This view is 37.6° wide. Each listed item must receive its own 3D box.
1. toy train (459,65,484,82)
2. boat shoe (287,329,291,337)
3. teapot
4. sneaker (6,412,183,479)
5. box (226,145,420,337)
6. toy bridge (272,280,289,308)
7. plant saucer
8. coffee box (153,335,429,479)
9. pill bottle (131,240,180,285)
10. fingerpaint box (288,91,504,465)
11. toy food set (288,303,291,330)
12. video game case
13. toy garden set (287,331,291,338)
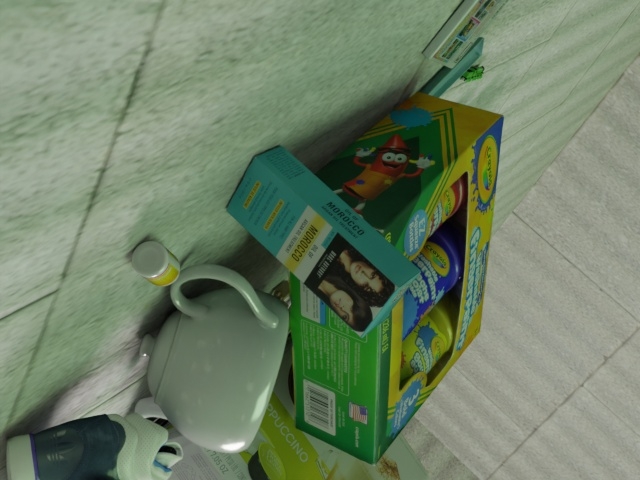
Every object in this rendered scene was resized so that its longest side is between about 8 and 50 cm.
[{"bbox_3d":[0.269,-0.294,1.657,0.083,0.017,0.023,-27,145,-55],"label":"toy train"},{"bbox_3d":[-0.027,0.134,1.863,0.066,0.063,0.184,-15,128,-65],"label":"boat shoe"},{"bbox_3d":[-0.162,0.166,1.332,0.252,0.187,0.256,167,-59,-80],"label":"teapot"},{"bbox_3d":[-0.308,0.348,1.312,0.236,0.130,0.322,-6,144,-20],"label":"sneaker"},{"bbox_3d":[0.000,0.000,1.180,0.060,0.244,0.100,-31,159,-51],"label":"box"},{"bbox_3d":[-0.089,0.137,1.775,0.063,0.026,0.188,-39,165,-24],"label":"toy bridge"},{"bbox_3d":[0.196,-0.257,1.539,0.192,0.018,0.067,-44,166,-6],"label":"plant saucer"},{"bbox_3d":[-0.089,0.396,1.644,0.334,0.337,0.338,-37,-176,-39],"label":"coffee box"},{"bbox_3d":[-0.191,0.030,1.112,0.043,0.043,0.083,-46,166,-6],"label":"pill bottle"},{"bbox_3d":[0.120,0.055,1.451,0.371,0.163,0.444,-41,142,-43],"label":"fingerpaint box"},{"bbox_3d":[-0.109,0.173,1.712,0.192,0.038,0.132,-24,156,-33],"label":"toy food set"},{"bbox_3d":[0.226,-0.331,1.417,0.157,0.019,0.143,-50,166,17],"label":"video game case"},{"bbox_3d":[0.026,0.135,1.826,0.244,0.049,0.204,-61,161,-8],"label":"toy garden set"}]
